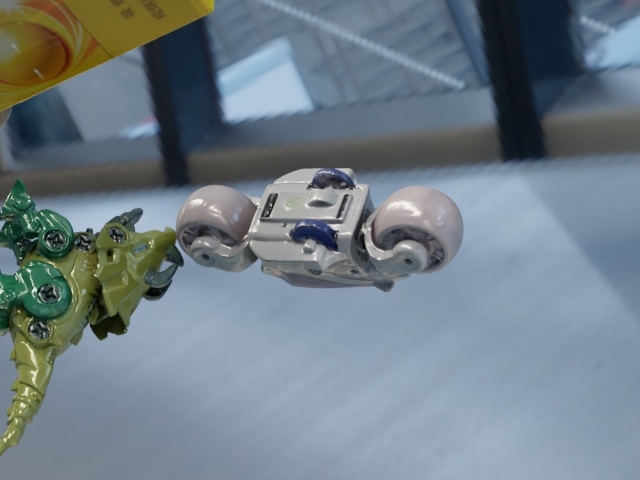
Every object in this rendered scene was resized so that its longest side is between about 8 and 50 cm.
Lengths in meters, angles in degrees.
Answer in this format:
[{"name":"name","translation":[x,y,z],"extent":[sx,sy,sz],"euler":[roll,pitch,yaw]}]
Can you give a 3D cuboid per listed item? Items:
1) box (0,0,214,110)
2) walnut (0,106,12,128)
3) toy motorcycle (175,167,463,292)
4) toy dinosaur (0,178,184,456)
[{"name":"box","translation":[-0.238,-0.191,1.346],"extent":[0.269,0.152,0.043],"euler":[-23,40,20]},{"name":"walnut","translation":[-0.476,-0.187,2.143],"extent":[0.166,0.166,0.149],"euler":[-10,17,43]},{"name":"toy motorcycle","translation":[0.000,0.000,1.408],"extent":[0.254,0.112,0.112],"euler":[1,25,23]},{"name":"toy dinosaur","translation":[-0.230,0.059,1.386],"extent":[0.259,0.153,0.094],"euler":[-59,-3,-31]}]
